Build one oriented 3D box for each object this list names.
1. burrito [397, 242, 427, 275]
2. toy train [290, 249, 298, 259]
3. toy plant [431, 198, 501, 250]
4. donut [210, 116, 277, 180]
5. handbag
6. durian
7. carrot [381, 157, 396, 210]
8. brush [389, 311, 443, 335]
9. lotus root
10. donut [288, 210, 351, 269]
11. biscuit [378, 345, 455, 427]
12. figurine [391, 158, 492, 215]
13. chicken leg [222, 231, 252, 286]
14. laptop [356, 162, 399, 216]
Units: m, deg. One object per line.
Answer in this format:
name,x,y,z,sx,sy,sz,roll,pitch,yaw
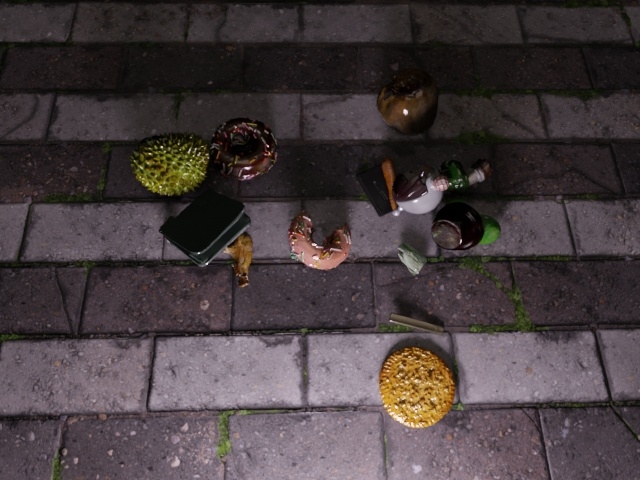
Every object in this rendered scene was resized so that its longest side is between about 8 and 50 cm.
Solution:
burrito,0.320,0.061,1.676,0.074,0.044,0.118,-43,79,-13
toy train,-0.072,0.034,1.679,0.083,0.033,0.053,-25,67,-12
toy plant,0.509,-0.053,1.670,0.235,0.175,0.218,-28,63,-39
donut,-0.294,-0.355,1.793,0.269,0.103,0.270,1,66,-1
handbag,-0.401,-0.057,1.639,0.260,0.079,0.247,28,65,36
durian,-0.524,-0.272,1.683,0.291,0.291,0.225,-15,104,-8
carrot,0.266,-0.209,1.770,0.048,0.048,0.216,-6,76,-4
brush,0.322,0.283,1.597,0.190,0.027,0.034,15,72,-4
lotus root,0.354,-0.573,1.868,0.272,0.192,0.272,-2,69,5
donut,0.000,0.000,1.643,0.232,0.085,0.199,14,64,-13
biscuit,0.310,0.465,1.515,0.254,0.035,0.254,1,67,-2
figurine,0.419,-0.202,1.689,0.370,0.281,0.167,-19,104,-2
chicken leg,-0.284,0.061,1.633,0.101,0.085,0.208,4,69,-28
laptop,0.235,-0.195,1.791,0.135,0.016,0.197,-26,71,-10
